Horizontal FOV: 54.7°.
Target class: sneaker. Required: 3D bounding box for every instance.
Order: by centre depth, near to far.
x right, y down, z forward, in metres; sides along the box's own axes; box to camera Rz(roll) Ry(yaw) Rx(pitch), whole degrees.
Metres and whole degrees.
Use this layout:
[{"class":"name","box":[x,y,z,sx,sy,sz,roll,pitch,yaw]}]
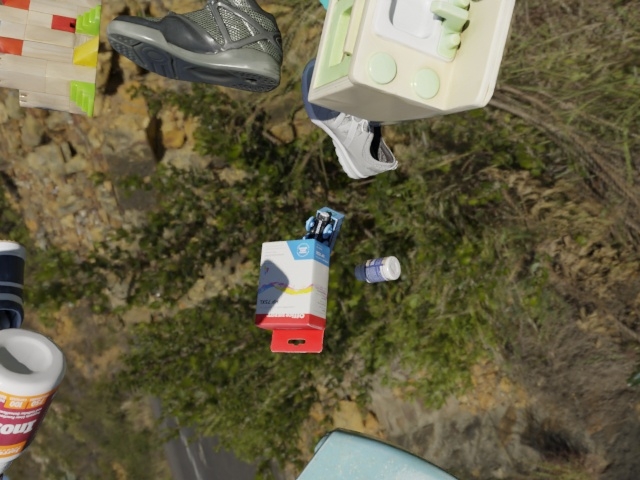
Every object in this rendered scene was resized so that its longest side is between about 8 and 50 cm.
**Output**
[{"class":"sneaker","box":[-0.160,-0.282,0.823,0.087,0.228,0.130,121,155,-74]},{"class":"sneaker","box":[-0.642,0.120,1.170,0.282,0.099,0.153,-30,62,37]},{"class":"sneaker","box":[0.065,-0.239,1.192,0.115,0.105,0.281,1,143,38]}]

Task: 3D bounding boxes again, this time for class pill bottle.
[{"class":"pill bottle","box":[-0.328,0.171,0.638,0.152,0.086,0.086,-58,41,23]},{"class":"pill bottle","box":[0.159,0.084,1.742,0.120,0.067,0.067,-11,95,39]}]

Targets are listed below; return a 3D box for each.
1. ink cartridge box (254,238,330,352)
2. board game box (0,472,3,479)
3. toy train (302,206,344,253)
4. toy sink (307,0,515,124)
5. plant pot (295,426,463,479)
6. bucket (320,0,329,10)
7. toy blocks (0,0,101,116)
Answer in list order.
[{"class":"ink cartridge box","box":[-0.060,0.120,1.328,0.078,0.134,0.230,31,-121,-57]},{"class":"board game box","box":[-0.559,0.551,0.919,0.208,0.056,0.346,-128,49,-79]},{"class":"toy train","box":[0.000,0.000,1.694,0.080,0.105,0.184,26,116,20]},{"class":"toy sink","box":[0.089,-0.230,0.711,0.234,0.131,0.152,-164,86,-68]},{"class":"plant pot","box":[0.068,0.340,0.677,0.252,0.247,0.248,38,169,11]},{"class":"bucket","box":[0.117,-0.457,0.967,0.281,0.183,0.281,40,157,20]},{"class":"toy blocks","box":[-0.615,-0.422,1.327,0.190,0.261,0.381,121,147,-49]}]
